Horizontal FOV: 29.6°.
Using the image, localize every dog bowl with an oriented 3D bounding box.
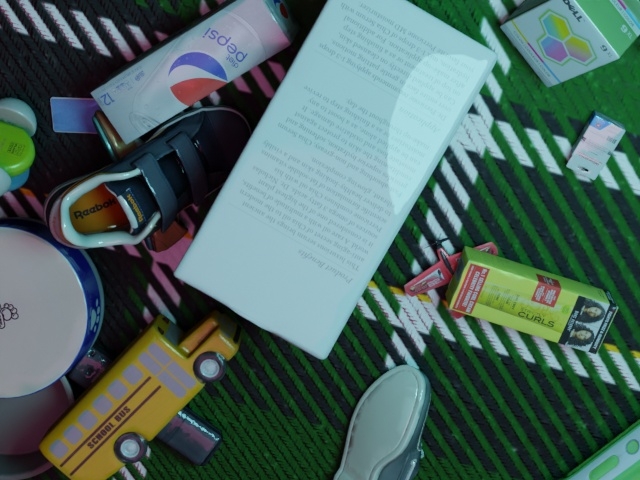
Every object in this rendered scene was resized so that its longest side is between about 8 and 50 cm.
[{"bbox_3d":[-0.467,0.101,1.832,0.264,0.104,0.265,0,98,2],"label":"dog bowl"}]

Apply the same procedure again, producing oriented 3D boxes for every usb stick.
[{"bbox_3d":[-0.281,0.263,1.945,0.278,0.045,0.077,36,112,-7],"label":"usb stick"}]

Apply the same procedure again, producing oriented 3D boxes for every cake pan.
[{"bbox_3d":[-0.531,0.255,1.975,0.293,0.054,0.293,3,113,7],"label":"cake pan"}]

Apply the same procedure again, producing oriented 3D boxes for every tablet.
[{"bbox_3d":[-0.355,-0.184,1.784,0.083,0.006,0.054,3,114,8],"label":"tablet"}]

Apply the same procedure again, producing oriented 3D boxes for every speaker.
[{"bbox_3d":[0.475,0.349,1.824,0.131,0.131,0.296,42,112,-10],"label":"speaker"}]

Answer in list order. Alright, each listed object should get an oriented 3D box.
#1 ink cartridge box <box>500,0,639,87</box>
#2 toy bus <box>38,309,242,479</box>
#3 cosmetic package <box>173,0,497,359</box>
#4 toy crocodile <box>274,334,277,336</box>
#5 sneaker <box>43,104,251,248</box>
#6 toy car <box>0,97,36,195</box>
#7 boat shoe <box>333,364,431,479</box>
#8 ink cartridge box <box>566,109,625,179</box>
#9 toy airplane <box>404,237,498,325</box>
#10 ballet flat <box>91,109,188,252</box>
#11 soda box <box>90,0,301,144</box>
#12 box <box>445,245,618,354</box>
[{"bbox_3d":[0.333,-0.277,1.540,0.109,0.209,0.062,49,66,-12],"label":"ink cartridge box"},{"bbox_3d":[-0.270,0.231,1.860,0.130,0.108,0.333,43,99,-7],"label":"toy bus"},{"bbox_3d":[0.017,-0.101,1.606,0.230,0.161,0.453,30,94,-5],"label":"cosmetic package"},{"bbox_3d":[0.000,0.000,1.767,0.115,0.105,0.341,27,110,-3],"label":"toy crocodile"},{"bbox_3d":[-0.228,-0.078,1.688,0.321,0.127,0.126,-30,111,-8],"label":"sneaker"},{"bbox_3d":[-0.503,-0.126,1.771,0.181,0.159,0.136,13,149,3],"label":"toy car"},{"bbox_3d":[0.106,0.334,1.908,0.099,0.116,0.320,5,114,-41],"label":"boat shoe"},{"bbox_3d":[0.380,-0.132,1.682,0.048,0.028,0.083,26,114,-3],"label":"ink cartridge box"},{"bbox_3d":[0.205,0.059,1.792,0.151,0.028,0.151,1,111,2],"label":"toy airplane"},{"bbox_3d":[-0.261,-0.096,1.783,0.073,0.080,0.232,-25,112,-11],"label":"ballet flat"},{"bbox_3d":[-0.172,-0.249,1.679,0.286,0.098,0.091,-28,107,18],"label":"soda box"},{"bbox_3d":[0.304,0.086,1.755,0.232,0.058,0.087,19,110,-7],"label":"box"}]
